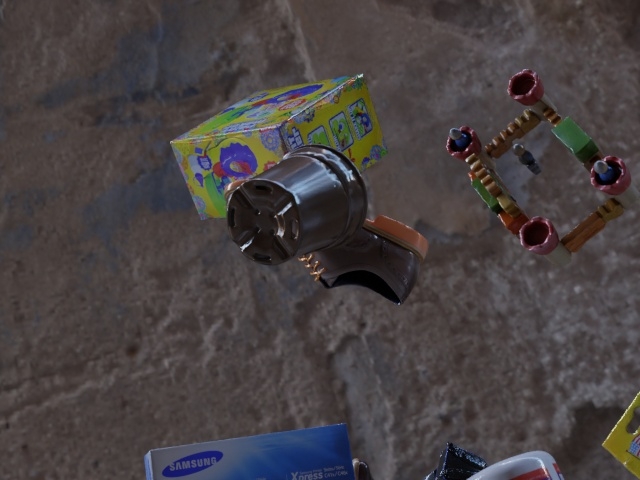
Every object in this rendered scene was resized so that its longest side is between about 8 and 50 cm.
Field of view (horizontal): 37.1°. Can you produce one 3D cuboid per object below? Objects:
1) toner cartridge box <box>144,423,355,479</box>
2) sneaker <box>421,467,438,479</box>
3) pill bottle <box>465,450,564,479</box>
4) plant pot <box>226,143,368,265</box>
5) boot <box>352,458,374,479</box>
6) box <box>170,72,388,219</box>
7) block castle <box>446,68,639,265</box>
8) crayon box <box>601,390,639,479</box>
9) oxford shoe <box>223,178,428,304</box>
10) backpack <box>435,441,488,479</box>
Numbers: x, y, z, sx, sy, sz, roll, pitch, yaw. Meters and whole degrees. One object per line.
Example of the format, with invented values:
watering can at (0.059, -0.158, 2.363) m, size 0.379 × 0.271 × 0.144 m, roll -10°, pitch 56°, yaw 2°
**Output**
toner cartridge box at (-0.114, 0.418, 1.626) m, size 0.348 × 0.165 × 0.075 m, roll -5°, pitch -18°, yaw -19°
sneaker at (0.338, 0.626, 2.417) m, size 0.217 × 0.121 × 0.079 m, roll -19°, pitch -34°, yaw 29°
pill bottle at (0.356, 0.515, 1.530) m, size 0.182 × 0.322 × 0.181 m, roll -19°, pitch -25°, yaw -9°
plant pot at (-0.042, -0.045, 1.384) m, size 0.167 × 0.167 × 0.165 m, roll -41°, pitch -8°, yaw 33°
boot at (0.178, 0.558, 2.037) m, size 0.207 × 0.090 × 0.248 m, roll -11°, pitch -71°, yaw 7°
box at (-0.076, -0.180, 1.861) m, size 0.290 × 0.177 × 0.279 m, roll -2°, pitch 26°, yaw 40°
block castle at (0.526, -0.184, 2.334) m, size 0.303 × 0.453 × 0.213 m, roll -42°, pitch -42°, yaw 13°
crayon box at (0.669, 0.374, 1.625) m, size 0.081 × 0.318 × 0.202 m, roll -8°, pitch -48°, yaw -51°
oxford shoe at (0.000, 0.000, 1.614) m, size 0.364 × 0.132 × 0.130 m, roll 19°, pitch -23°, yaw -2°
backpack at (0.333, 0.549, 2.251) m, size 0.114 × 0.105 × 0.084 m, roll 21°, pitch -39°, yaw -4°
